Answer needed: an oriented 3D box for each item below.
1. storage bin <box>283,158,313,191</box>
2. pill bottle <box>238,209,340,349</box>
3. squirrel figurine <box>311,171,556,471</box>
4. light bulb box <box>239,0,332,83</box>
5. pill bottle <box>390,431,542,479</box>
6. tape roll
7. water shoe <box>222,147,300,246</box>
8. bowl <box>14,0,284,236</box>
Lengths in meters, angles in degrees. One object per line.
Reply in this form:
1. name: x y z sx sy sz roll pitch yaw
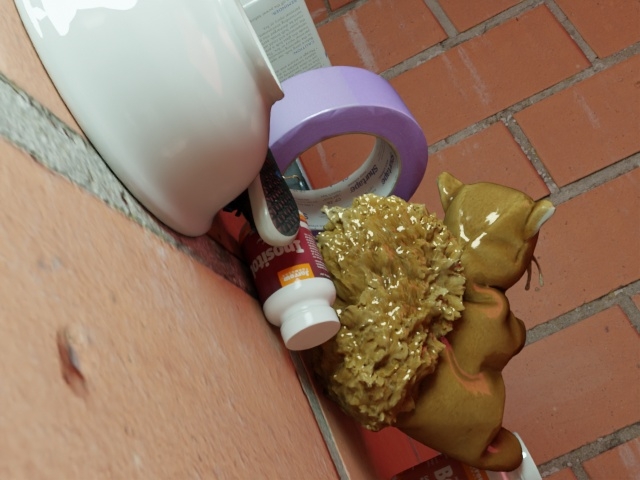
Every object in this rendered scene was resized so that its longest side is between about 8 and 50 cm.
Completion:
1. storage bin: -0.069 -0.098 1.025 0.135 0.091 0.098 64 4 10
2. pill bottle: -0.034 0.043 0.673 0.152 0.086 0.086 66 5 29
3. squirrel figurine: 0.168 0.076 0.815 0.396 0.371 0.281 25 3 -45
4. light bulb box: -0.137 -0.419 1.191 0.358 0.225 0.361 67 6 33
5. pill bottle: 0.228 0.386 0.917 0.121 0.216 0.121 63 4 -9
6. tape roll: 0.013 -0.110 0.853 0.275 0.274 0.090 58 8 -53
7. water shoe: -0.082 -0.052 0.659 0.073 0.080 0.203 38 21 -42
8. bowl: -0.122 -0.162 0.527 0.298 0.134 0.298 63 5 -10
